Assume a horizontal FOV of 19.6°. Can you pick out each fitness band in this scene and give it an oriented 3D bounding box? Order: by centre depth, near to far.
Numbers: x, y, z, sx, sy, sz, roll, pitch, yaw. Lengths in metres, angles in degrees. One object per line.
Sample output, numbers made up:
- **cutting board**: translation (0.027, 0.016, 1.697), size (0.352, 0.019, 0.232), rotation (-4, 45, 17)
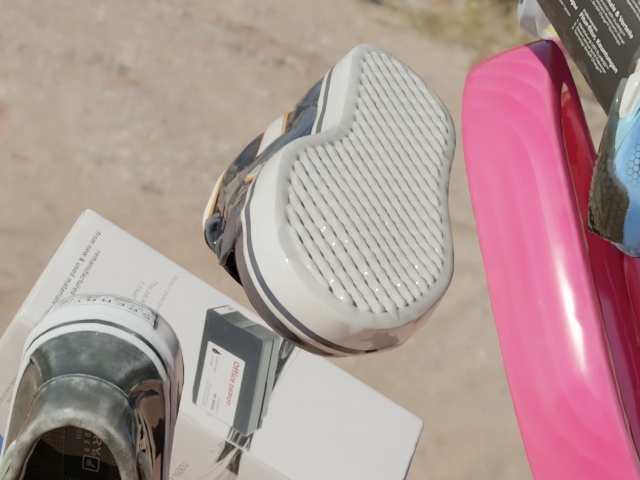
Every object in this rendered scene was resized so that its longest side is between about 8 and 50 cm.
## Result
- **fitness band**: translation (0.133, 0.046, 0.857), size (0.054, 0.291, 0.209), rotation (-19, -26, 18)

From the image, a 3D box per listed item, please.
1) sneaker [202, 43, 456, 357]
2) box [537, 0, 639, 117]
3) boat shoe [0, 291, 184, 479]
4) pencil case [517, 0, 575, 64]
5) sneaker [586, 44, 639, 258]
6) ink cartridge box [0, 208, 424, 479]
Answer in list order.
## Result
- **sneaker**: translation (0.000, 0.000, 1.066), size (0.126, 0.127, 0.321), rotation (42, 24, -8)
- **box**: translation (0.200, -0.142, 0.775), size (0.257, 0.079, 0.322), rotation (-8, 58, -31)
- **boat shoe**: translation (-0.136, 0.189, 0.949), size (0.121, 0.335, 0.119), rotation (8, 30, 6)
- **pencil case**: translation (0.261, -0.131, 1.161), size (0.273, 0.124, 0.113), rotation (29, 37, 12)
- **sneaker**: translation (0.136, -0.027, 0.419), size (0.162, 0.063, 0.073), rotation (-16, 47, -18)
- **ink cartridge box**: translation (-0.142, 0.197, 1.808), size (0.395, 0.285, 0.166), rotation (33, 45, -7)
